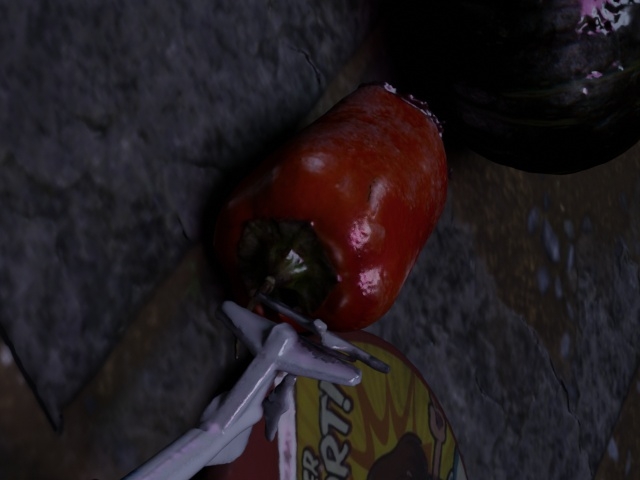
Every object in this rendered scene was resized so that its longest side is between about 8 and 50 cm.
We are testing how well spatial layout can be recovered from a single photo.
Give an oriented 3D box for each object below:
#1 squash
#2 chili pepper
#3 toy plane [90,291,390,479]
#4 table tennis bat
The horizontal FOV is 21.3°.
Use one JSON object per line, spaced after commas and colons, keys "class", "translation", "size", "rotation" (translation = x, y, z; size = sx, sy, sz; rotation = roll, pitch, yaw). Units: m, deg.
{"class": "squash", "translation": [0.122, -0.132, 0.899], "size": [0.193, 0.156, 0.193], "rotation": [-17, 90, -78]}
{"class": "chili pepper", "translation": [0.000, 0.000, 0.738], "size": [0.086, 0.084, 0.192], "rotation": [54, 33, -11]}
{"class": "toy plane", "translation": [-0.100, 0.107, 0.539], "size": [0.273, 0.182, 0.107], "rotation": [-62, 169, -56]}
{"class": "table tennis bat", "translation": [-0.008, 0.134, 0.739], "size": [0.310, 0.038, 0.200], "rotation": [16, 68, -59]}
